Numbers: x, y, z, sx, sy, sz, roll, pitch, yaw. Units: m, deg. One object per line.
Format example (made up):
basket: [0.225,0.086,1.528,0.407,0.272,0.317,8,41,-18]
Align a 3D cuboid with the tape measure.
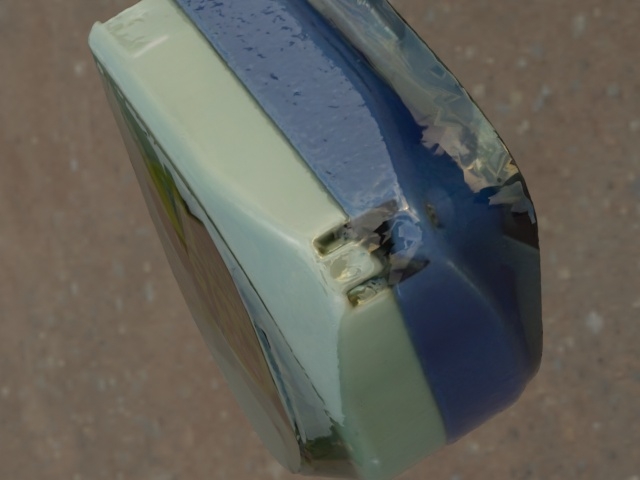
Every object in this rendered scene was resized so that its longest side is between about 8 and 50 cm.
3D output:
tape measure: [-0.001,-0.001,0.928,0.259,0.138,0.262,54,164,42]
